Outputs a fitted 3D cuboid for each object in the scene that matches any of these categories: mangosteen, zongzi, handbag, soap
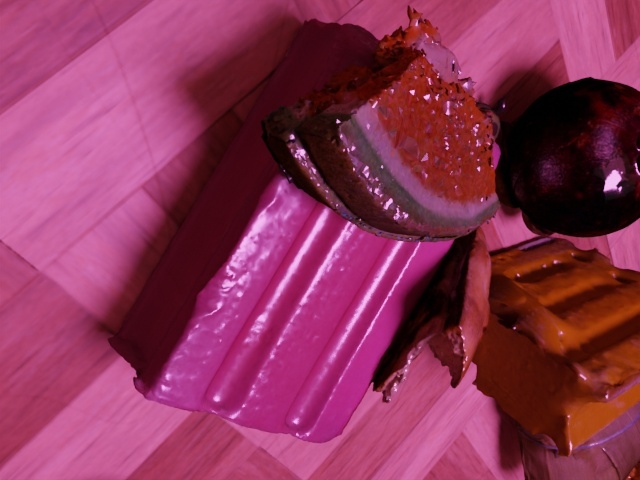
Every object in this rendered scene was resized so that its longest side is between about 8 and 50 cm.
[{"bbox_3d":[0.323,-0.100,0.630,0.210,0.210,0.209,-12,113,-30],"label":"mangosteen"},{"bbox_3d":[0.460,0.223,0.869,0.356,0.174,0.392,-35,110,-27],"label":"zongzi"},{"bbox_3d":[0.184,-0.126,0.619,0.111,0.047,0.072,-40,123,-19],"label":"handbag"},{"bbox_3d":[0.000,0.000,0.491,0.233,0.128,0.359,32,88,-38],"label":"soap"},{"bbox_3d":[0.325,0.109,0.676,0.281,0.259,0.142,-15,126,-28],"label":"soap"}]

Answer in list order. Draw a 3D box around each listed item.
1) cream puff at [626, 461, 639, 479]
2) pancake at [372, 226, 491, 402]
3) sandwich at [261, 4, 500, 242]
[{"bbox_3d":[0.664,0.570,1.059,0.327,0.231,0.342,-57,139,-35],"label":"cream puff"},{"bbox_3d":[0.133,0.064,0.554,0.056,0.212,0.257,32,79,-6],"label":"pancake"},{"bbox_3d":[0.082,-0.064,0.392,0.235,0.079,0.159,37,84,-40],"label":"sandwich"}]
